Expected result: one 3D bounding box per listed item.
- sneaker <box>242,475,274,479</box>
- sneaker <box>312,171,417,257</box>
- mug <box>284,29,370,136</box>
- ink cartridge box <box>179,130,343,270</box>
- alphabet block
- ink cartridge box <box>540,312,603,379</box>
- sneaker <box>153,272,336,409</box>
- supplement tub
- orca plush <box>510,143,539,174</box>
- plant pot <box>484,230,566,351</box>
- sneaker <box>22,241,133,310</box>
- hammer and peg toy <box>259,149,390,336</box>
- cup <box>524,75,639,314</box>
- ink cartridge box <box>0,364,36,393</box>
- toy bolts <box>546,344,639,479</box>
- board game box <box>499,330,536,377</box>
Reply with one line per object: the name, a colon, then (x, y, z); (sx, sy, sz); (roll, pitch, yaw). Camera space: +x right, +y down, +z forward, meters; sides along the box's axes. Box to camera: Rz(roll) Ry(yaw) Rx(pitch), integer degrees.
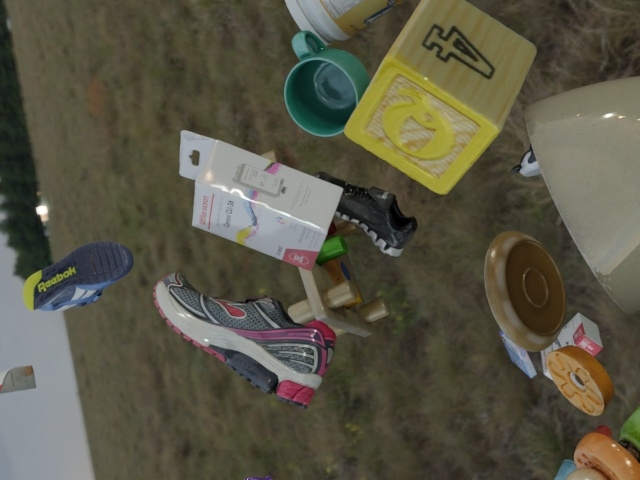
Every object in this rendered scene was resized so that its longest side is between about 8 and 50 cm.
sneaker: (-0.153, 0.509, 1.599); (0.071, 0.170, 0.068); (43, 118, 36)
sneaker: (0.092, -0.071, 1.545); (0.106, 0.234, 0.078); (-46, 10, 37)
mug: (0.018, -0.259, 1.310); (0.097, 0.129, 0.158); (-50, -29, -55)
ink cartridge box: (-0.084, -0.046, 0.947); (0.115, 0.198, 0.067); (112, 179, -63)
alphabet block: (0.178, -0.225, 1.212); (0.197, 0.193, 0.192); (-60, 0, -33)
ink cartridge box: (0.558, 0.244, 1.796); (0.135, 0.056, 0.099); (-53, 8, 26)
sneaker: (-0.105, 0.116, 1.099); (0.299, 0.112, 0.121); (26, 172, 31)
supplement tub: (0.052, -0.434, 1.372); (0.144, 0.199, 0.144); (46, -153, -31)
orca plush: (0.551, -0.233, 2.053); (0.287, 0.151, 0.102); (2, -103, -70)
plant pot: (0.400, 0.092, 1.531); (0.032, 0.236, 0.236); (-23, 77, 47)
sneaker: (-0.273, 0.043, 0.935); (0.059, 0.144, 0.053); (35, -142, -62)
hammer and peg toy: (0.000, 0.000, 1.519); (0.266, 0.127, 0.361); (31, -143, -63)
cup: (0.464, -0.095, 1.101); (0.237, 0.331, 0.331); (-28, 68, 26)
ink cartridge box: (-0.547, 0.231, 1.236); (0.179, 0.145, 0.045); (49, -154, -78)
toy bolts: (0.332, 0.279, 1.046); (0.218, 0.158, 0.228); (45, 160, 36)
board game box: (0.454, 0.260, 1.853); (0.090, 0.020, 0.090); (61, 174, -24)
